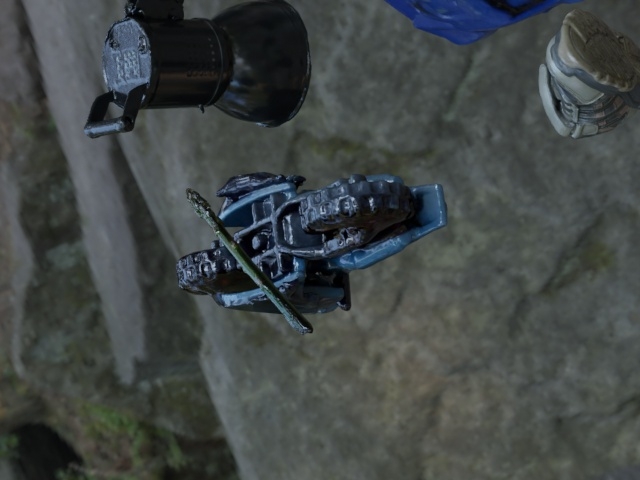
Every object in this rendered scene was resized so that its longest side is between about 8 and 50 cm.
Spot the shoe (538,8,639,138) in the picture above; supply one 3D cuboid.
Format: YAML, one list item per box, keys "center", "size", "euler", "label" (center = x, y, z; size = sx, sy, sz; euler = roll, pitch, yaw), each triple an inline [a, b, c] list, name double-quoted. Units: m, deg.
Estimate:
- center: [0.241, -0.145, 1.127]
  size: [0.180, 0.092, 0.089]
  euler: [3, -125, -53]
  label: "shoe"

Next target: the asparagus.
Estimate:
- center: [-0.056, 0.014, 0.912]
  size: [0.166, 0.013, 0.016]
  euler: [47, -162, 30]
  label: "asparagus"

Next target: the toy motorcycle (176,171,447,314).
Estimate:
- center: [0.000, 0.000, 1.503]
  size: [0.416, 0.232, 0.172]
  euler: [-27, 66, 52]
  label: "toy motorcycle"

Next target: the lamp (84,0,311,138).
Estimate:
- center: [-0.141, -0.199, 1.322]
  size: [0.147, 0.227, 0.172]
  euler: [-1, 94, 49]
  label: "lamp"

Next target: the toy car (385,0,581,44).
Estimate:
- center: [0.079, -0.142, 0.606]
  size: [0.103, 0.063, 0.216]
  euler: [32, 173, -15]
  label: "toy car"
